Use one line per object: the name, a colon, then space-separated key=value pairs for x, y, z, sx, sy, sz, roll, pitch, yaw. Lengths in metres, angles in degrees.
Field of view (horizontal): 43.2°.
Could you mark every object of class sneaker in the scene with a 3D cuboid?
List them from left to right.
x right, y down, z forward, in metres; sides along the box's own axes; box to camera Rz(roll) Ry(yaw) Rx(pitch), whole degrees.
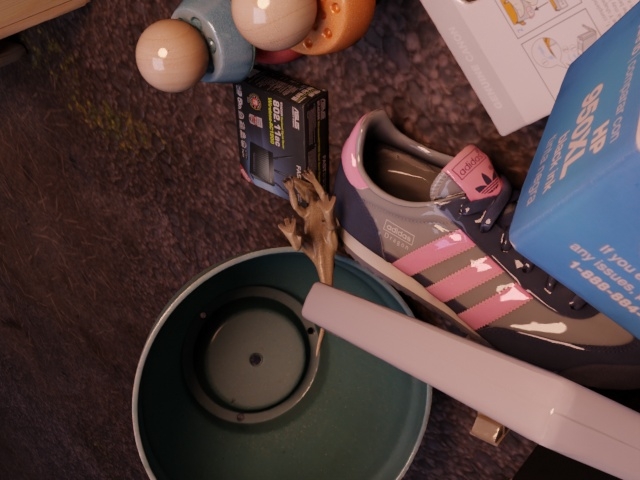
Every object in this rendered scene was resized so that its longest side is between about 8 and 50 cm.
sneaker: x=0.137 y=0.000 z=0.641 sx=0.319 sy=0.112 sz=0.131 roll=27 pitch=140 yaw=28

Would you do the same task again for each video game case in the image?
video game case: x=0.169 y=0.120 z=0.547 sx=0.300 sy=0.036 sz=0.329 roll=26 pitch=176 yaw=-20

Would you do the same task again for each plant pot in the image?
plant pot: x=-0.056 y=0.142 z=0.858 sx=0.293 sy=0.293 sz=0.196 roll=61 pitch=168 yaw=-13

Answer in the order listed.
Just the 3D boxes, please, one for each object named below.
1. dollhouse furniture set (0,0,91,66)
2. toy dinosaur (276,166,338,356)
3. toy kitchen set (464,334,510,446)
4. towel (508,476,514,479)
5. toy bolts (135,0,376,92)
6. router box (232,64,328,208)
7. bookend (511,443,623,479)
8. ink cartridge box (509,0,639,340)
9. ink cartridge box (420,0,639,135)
dollhouse furniture set: x=-0.495 y=-0.333 z=0.909 sx=0.394 sy=0.256 sz=0.362 roll=23 pitch=135 yaw=33
toy dinosaur: x=0.000 y=0.000 z=0.712 sx=0.053 sy=0.183 sz=0.093 roll=-14 pitch=146 yaw=9
toy kitchen set: x=0.167 y=0.140 z=0.762 sx=0.083 sy=0.068 sz=0.075 roll=21 pitch=134 yaw=34
towel: x=0.262 y=0.322 z=0.831 sx=0.187 sy=0.049 sz=0.282 roll=46 pitch=143 yaw=9
toy bolts: x=-0.069 y=-0.215 z=0.637 sx=0.218 sy=0.158 sz=0.228 roll=54 pitch=143 yaw=-4
router box: x=-0.038 y=-0.102 z=0.801 sx=0.092 sy=0.038 sz=0.122 roll=25 pitch=136 yaw=30
bookend: x=0.259 y=0.269 z=0.695 sx=0.157 sy=0.072 sz=0.156 roll=1 pitch=115 yaw=42
ink cartridge box: x=0.315 y=-0.058 z=0.307 sx=0.285 sy=0.166 sz=0.395 roll=35 pitch=143 yaw=-6
ink cartridge box: x=0.144 y=-0.225 z=0.488 sx=0.239 sy=0.060 sz=0.275 roll=-22 pitch=104 yaw=53
